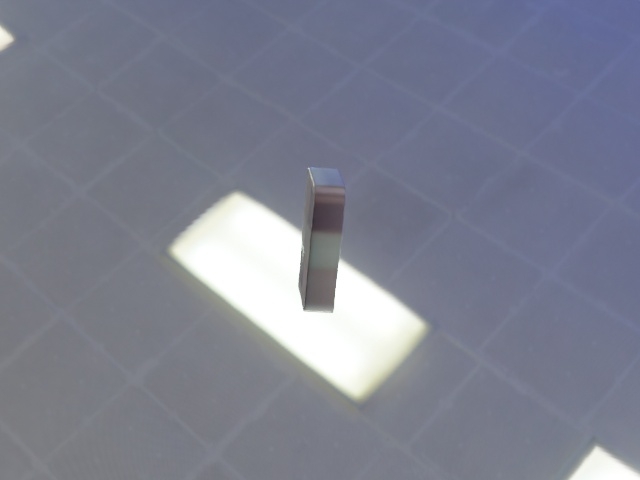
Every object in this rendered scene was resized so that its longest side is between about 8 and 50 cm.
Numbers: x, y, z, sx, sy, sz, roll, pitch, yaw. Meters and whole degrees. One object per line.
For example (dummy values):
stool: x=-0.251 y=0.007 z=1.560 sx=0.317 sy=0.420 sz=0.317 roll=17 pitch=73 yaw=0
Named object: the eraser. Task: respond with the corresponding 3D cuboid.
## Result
eraser: x=0.000 y=0.000 z=0.777 sx=0.026 sy=0.105 sz=0.065 roll=4 pitch=-159 yaw=-5
